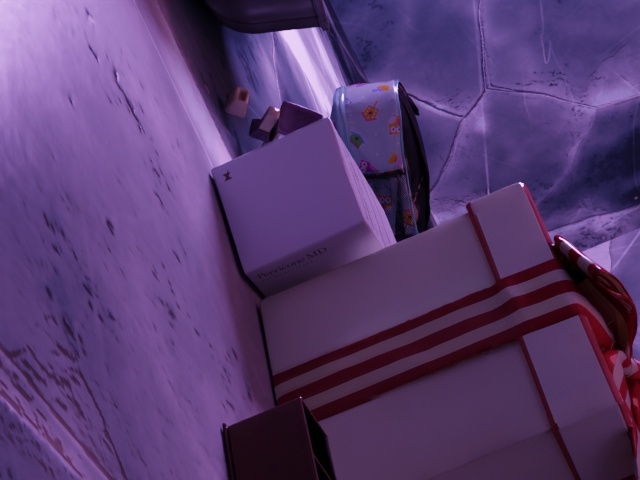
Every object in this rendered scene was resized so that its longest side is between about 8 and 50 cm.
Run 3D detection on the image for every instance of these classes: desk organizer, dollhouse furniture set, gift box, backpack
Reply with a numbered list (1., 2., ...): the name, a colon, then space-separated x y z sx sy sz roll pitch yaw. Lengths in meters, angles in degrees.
1. desk organizer: -0.016 0.154 0.727 0.130 0.050 0.047 -104 168 -47
2. dollhouse furniture set: -0.061 -0.066 1.210 0.081 0.091 0.114 129 -25 -54
3. gift box: 0.132 0.153 0.960 0.255 0.258 0.276 58 11 -47
4. backpack: 0.053 -0.088 1.485 0.166 0.144 0.188 -64 153 -77

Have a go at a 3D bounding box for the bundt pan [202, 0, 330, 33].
1. bundt pan: -0.091 -0.360 1.320 0.331 0.124 0.331 -14 90 -88

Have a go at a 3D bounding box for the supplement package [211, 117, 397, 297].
1. supplement package: 0.000 0.000 1.070 0.179 0.105 0.105 52 17 -59
